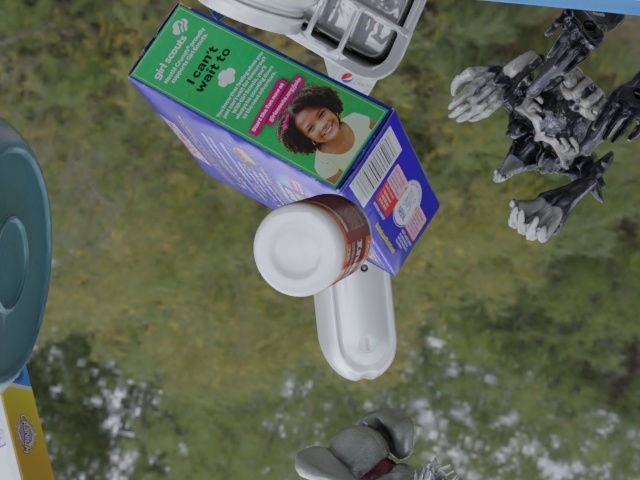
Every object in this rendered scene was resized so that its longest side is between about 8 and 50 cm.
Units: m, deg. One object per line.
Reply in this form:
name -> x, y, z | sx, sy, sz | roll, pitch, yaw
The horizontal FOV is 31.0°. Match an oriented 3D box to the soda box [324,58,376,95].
soda box -> 0.044, -0.335, 1.879 | 0.069, 0.074, 0.216 | 12, -139, -25

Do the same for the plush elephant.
plush elephant -> 0.086, 0.435, 1.982 | 0.272, 0.330, 0.255 | -12, -138, -39

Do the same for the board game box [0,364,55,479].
board game box -> -0.527, 0.295, 1.726 | 0.242, 0.316, 0.064 | -25, 164, 27

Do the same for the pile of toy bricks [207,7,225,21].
pile of toy bricks -> -0.086, -0.364, 1.432 | 0.118, 0.212, 0.105 | 50, -175, -27

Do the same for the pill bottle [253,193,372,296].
pill bottle -> 0.000, 0.000, 1.090 | 0.086, 0.086, 0.152 | 15, -168, 14

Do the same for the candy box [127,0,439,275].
candy box -> -0.038, -0.116, 1.379 | 0.317, 0.122, 0.268 | 28, 169, 25

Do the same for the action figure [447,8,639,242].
action figure -> 0.189, -0.097, 0.989 | 0.164, 0.141, 0.275 | 55, 167, 9

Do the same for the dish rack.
dish rack -> 0.052, -0.415, 1.560 | 0.286, 0.332, 0.072 | 34, -152, 20

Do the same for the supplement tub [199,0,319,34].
supplement tub -> -0.046, -0.334, 1.224 | 0.144, 0.199, 0.144 | 19, -161, -7

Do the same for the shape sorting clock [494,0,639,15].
shape sorting clock -> 0.157, -0.182, 0.772 | 0.206, 0.040, 0.206 | 5, -162, -2

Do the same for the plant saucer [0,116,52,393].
plant saucer -> -0.340, 0.023, 1.205 | 0.044, 0.317, 0.317 | 4, -176, 4

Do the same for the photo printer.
photo printer -> 0.045, 0.062, 1.787 | 0.107, 0.307, 0.256 | -6, -178, -6
